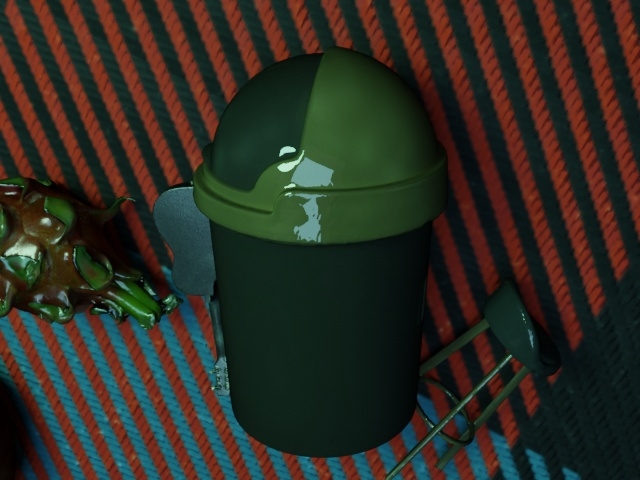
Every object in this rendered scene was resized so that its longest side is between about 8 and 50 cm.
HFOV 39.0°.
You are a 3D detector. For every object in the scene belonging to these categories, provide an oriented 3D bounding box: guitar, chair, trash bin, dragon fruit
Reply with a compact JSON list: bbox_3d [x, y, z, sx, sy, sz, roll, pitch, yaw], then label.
[{"bbox_3d":[-0.112,0.053,0.914,0.088,0.025,0.233,-2,108,10],"label":"guitar"},{"bbox_3d":[0.146,0.139,0.866,0.095,0.104,0.221,24,119,-26],"label":"chair"},{"bbox_3d":[0.000,0.000,0.781,0.214,0.214,0.334,5,118,9],"label":"trash bin"},{"bbox_3d":[-0.245,0.014,0.873,0.235,0.135,0.137,13,108,-4],"label":"dragon fruit"}]

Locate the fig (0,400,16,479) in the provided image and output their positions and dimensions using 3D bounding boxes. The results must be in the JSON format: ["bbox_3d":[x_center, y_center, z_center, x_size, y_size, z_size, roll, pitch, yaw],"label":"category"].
[{"bbox_3d":[-0.441,0.232,0.951,0.235,0.214,0.235,3,96,32],"label":"fig"}]
